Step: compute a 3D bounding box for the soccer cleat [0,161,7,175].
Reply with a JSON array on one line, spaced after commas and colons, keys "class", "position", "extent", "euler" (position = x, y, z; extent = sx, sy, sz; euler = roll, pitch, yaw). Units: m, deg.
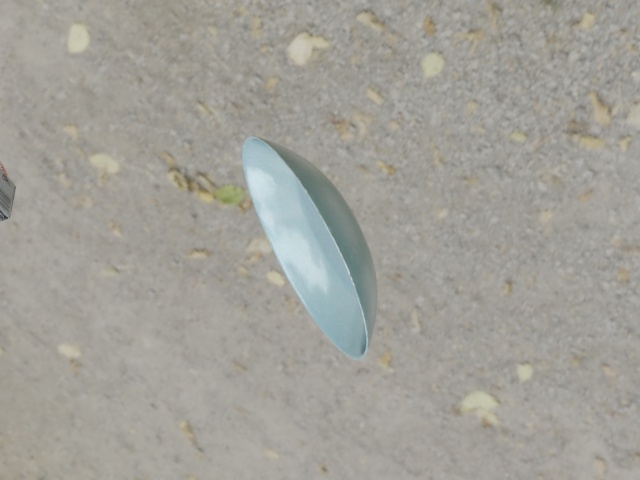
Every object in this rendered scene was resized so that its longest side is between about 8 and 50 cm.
[{"class": "soccer cleat", "position": [-0.413, -0.070, 1.257], "extent": [0.029, 0.083, 0.035], "euler": [-12, 158, 5]}]

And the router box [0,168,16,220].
[{"class": "router box", "position": [-0.369, -0.069, 0.853], "extent": [0.133, 0.046, 0.179], "euler": [-15, 139, 13]}]

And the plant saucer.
[{"class": "plant saucer", "position": [0.000, 0.000, 0.780], "extent": [0.195, 0.037, 0.195], "euler": [57, 164, 25]}]
